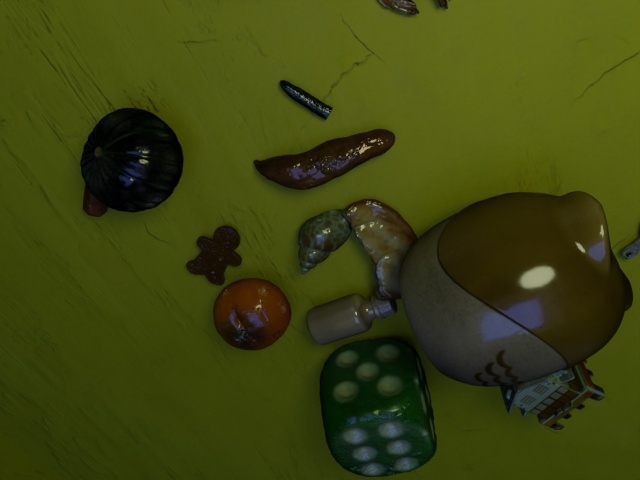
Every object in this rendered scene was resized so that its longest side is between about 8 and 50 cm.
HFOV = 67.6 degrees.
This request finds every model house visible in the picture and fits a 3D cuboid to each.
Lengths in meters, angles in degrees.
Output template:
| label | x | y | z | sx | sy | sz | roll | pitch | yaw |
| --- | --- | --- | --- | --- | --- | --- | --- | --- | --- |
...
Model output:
| label | x | y | z | sx | sy | sz | roll | pitch | yaw |
| --- | --- | --- | --- | --- | --- | --- | --- | --- | --- |
| model house | 0.598 | 0.367 | 1.304 | 0.215 | 0.224 | 0.198 | 24 | 124 | -7 |

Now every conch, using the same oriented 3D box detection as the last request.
| label | x | y | z | sx | sy | sz | roll | pitch | yaw |
| --- | --- | --- | --- | --- | --- | --- | --- | --- | --- |
| conch | 0.005 | -0.010 | 1.234 | 0.173 | 0.105 | 0.116 | -22 | 136 | 6 |

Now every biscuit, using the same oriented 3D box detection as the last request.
| label | x | y | z | sx | sy | sz | roll | pitch | yaw |
| --- | --- | --- | --- | --- | --- | --- | --- | --- | --- |
| biscuit | -0.288 | 0.036 | 1.349 | 0.138 | 0.031 | 0.205 | 28 | 123 | -10 |
| biscuit | 0.177 | 0.019 | 1.234 | 0.154 | 0.045 | 0.299 | -24 | 109 | -2 |

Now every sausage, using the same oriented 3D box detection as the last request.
| label | x | y | z | sx | sy | sz | roll | pitch | yaw |
| --- | --- | --- | --- | --- | --- | --- | --- | --- | --- |
| sausage | -0.587 | -0.145 | 1.262 | 0.065 | 0.065 | 0.169 | 23 | 122 | -6 |

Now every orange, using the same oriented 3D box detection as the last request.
| label | x | y | z | sx | sy | sz | roll | pitch | yaw |
| --- | --- | --- | --- | --- | --- | --- | --- | --- | --- |
| orange | -0.197 | 0.212 | 1.365 | 0.224 | 0.170 | 0.223 | 4 | 125 | 6 |

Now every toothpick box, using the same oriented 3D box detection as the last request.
| label | x | y | z | sx | sy | sz | roll | pitch | yaw |
| --- | --- | --- | --- | --- | --- | --- | --- | --- | --- |
| toothpick box | 0.426 | 0.094 | 1.059 | 0.426 | 0.408 | 0.409 | -26 | 115 | 25 |

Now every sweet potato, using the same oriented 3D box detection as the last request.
| label | x | y | z | sx | sy | sz | roll | pitch | yaw |
| --- | --- | --- | --- | --- | --- | --- | --- | --- | --- |
| sweet potato | 0.004 | -0.179 | 1.124 | 0.355 | 0.106 | 0.095 | -10 | 154 | 16 |

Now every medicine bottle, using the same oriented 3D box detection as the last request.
| label | x | y | z | sx | sy | sz | roll | pitch | yaw |
| --- | --- | --- | --- | --- | --- | --- | --- | --- | --- |
| medicine bottle | 0.090 | 0.210 | 1.351 | 0.252 | 0.114 | 0.114 | -23 | 116 | 22 |

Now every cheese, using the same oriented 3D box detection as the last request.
| label | x | y | z | sx | sy | sz | roll | pitch | yaw |
| --- | --- | --- | --- | --- | --- | --- | --- | --- | --- |
| cheese | 0.790 | -0.021 | 1.127 | 0.171 | 0.047 | 0.092 | -29 | 113 | 25 |

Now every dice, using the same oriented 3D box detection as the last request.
| label | x | y | z | sx | sy | sz | roll | pitch | yaw |
| --- | --- | --- | --- | --- | --- | --- | --- | --- | --- |
| dice | 0.172 | 0.487 | 1.407 | 0.287 | 0.300 | 0.297 | -12 | 119 | 14 |

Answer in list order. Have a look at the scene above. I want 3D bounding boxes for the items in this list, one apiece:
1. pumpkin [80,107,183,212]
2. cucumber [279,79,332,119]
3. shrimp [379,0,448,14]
| label | x | y | z | sx | sy | sz | roll | pitch | yaw |
| --- | --- | --- | --- | --- | --- | --- | --- | --- | --- |
| pumpkin | -0.443 | -0.186 | 1.139 | 0.250 | 0.216 | 0.249 | 0 | 91 | 13 |
| cucumber | -0.036 | -0.320 | 1.078 | 0.133 | 0.032 | 0.032 | 29 | 122 | -11 |
| shrimp | 0.174 | -0.507 | 0.922 | 0.188 | 0.051 | 0.132 | 37 | 140 | -8 |
